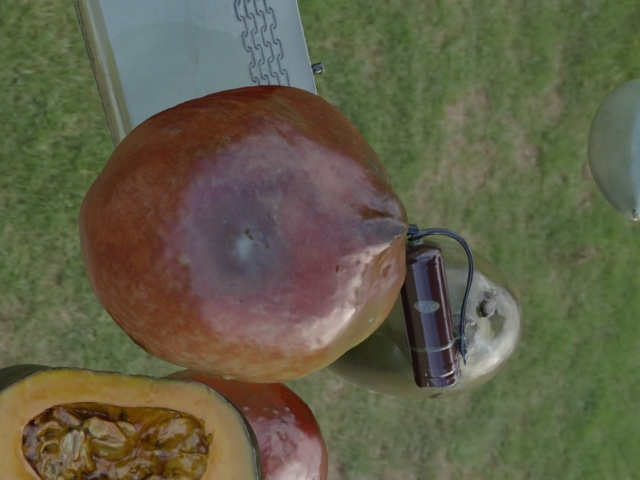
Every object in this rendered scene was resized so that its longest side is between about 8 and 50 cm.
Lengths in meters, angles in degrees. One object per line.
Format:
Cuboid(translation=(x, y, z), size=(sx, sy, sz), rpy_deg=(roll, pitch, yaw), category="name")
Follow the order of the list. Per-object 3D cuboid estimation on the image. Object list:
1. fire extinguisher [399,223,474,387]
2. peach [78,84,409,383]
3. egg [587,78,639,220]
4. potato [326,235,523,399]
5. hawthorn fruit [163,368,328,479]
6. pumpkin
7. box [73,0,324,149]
Cuboid(translation=(0.097, 0.048, 0.975), size=(0.078, 0.045, 0.157), rpy_deg=(-14, 110, -5), category="fire extinguisher")
Cuboid(translation=(-0.043, -0.006, 0.830), size=(0.232, 0.256, 0.232), rpy_deg=(10, 75, -40), category="peach")
Cuboid(translation=(0.341, -0.096, 1.202), size=(0.114, 0.114, 0.152), rpy_deg=(16, 76, -48), category="egg")
Cuboid(translation=(0.129, 0.103, 1.540), size=(0.243, 0.326, 0.221), rpy_deg=(8, 84, -46), category="potato")
Cuboid(translation=(-0.114, 0.294, 1.393), size=(0.275, 0.299, 0.275), rpy_deg=(-23, 119, -49), category="hawthorn fruit")
Cuboid(translation=(-0.206, 0.240, 1.094), size=(0.317, 0.139, 0.222), rpy_deg=(11, 73, -22), category="pumpkin")
Cuboid(translation=(-0.114, -0.225, 1.000), size=(0.211, 0.045, 0.270), rpy_deg=(-18, 111, -11), category="box")
